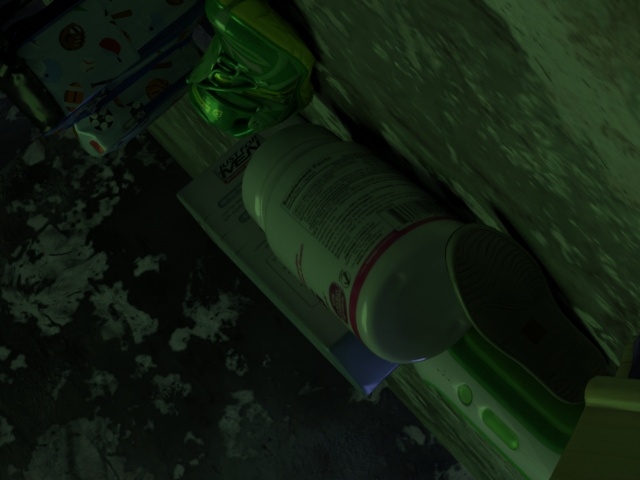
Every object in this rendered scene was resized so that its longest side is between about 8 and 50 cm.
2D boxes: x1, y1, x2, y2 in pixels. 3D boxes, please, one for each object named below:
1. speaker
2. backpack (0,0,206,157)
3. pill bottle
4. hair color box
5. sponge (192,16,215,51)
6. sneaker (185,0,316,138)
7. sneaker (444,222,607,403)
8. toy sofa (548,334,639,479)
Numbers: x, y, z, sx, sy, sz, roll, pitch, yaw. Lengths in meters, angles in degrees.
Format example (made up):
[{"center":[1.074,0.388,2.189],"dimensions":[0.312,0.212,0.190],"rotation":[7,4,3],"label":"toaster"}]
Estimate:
[{"center":[0.219,0.170,1.461],"dimensions":[0.296,0.131,0.131],"rotation":[44,173,38],"label":"speaker"},{"center":[-0.238,-0.230,1.609],"dimensions":[0.213,0.263,0.276],"rotation":[45,176,-19],"label":"backpack"},{"center":[0.040,-0.007,1.487],"dimensions":[0.283,0.160,0.160],"rotation":[43,172,47],"label":"pill bottle"},{"center":[0.000,0.000,1.703],"dimensions":[0.374,0.185,0.113],"rotation":[43,173,45],"label":"hair color box"},{"center":[-0.139,-0.264,1.777],"dimensions":[0.210,0.031,0.117],"rotation":[49,173,-7],"label":"sponge"},{"center":[-0.076,-0.171,1.453],"dimensions":[0.109,0.123,0.295],"rotation":[47,174,15],"label":"sneaker"},{"center":[0.172,0.062,1.338],"dimensions":[0.222,0.083,0.118],"rotation":[50,175,-25],"label":"sneaker"},{"center":[0.341,0.242,1.110],"dimensions":[0.150,0.177,0.362],"rotation":[3,140,47],"label":"toy sofa"}]
